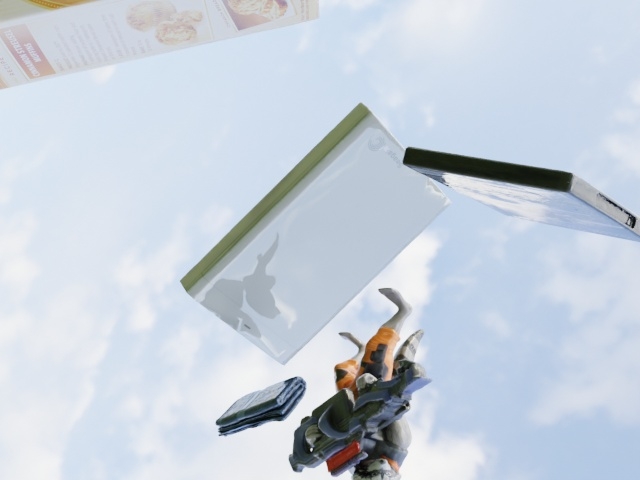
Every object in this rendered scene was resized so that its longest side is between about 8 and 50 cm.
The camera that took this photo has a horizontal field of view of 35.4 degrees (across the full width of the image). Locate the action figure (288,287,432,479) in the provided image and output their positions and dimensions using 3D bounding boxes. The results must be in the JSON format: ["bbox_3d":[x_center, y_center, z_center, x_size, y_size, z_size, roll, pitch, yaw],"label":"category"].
[{"bbox_3d":[0.106,0.247,1.565,0.341,0.178,0.330,-36,-141,47],"label":"action figure"}]

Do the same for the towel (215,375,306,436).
[{"bbox_3d":[-0.070,0.200,1.201,0.119,0.029,0.067,-27,-169,41],"label":"towel"}]

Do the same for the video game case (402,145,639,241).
[{"bbox_3d":[0.242,-0.049,1.134,0.196,0.274,0.026,13,-92,36],"label":"video game case"}]

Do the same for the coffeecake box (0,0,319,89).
[{"bbox_3d":[-0.106,-0.163,0.482,0.185,0.068,0.142,-14,-105,-3],"label":"coffeecake box"}]

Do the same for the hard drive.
[{"bbox_3d":[0.000,0.000,1.255,0.307,0.203,0.040,-44,-139,4],"label":"hard drive"}]
